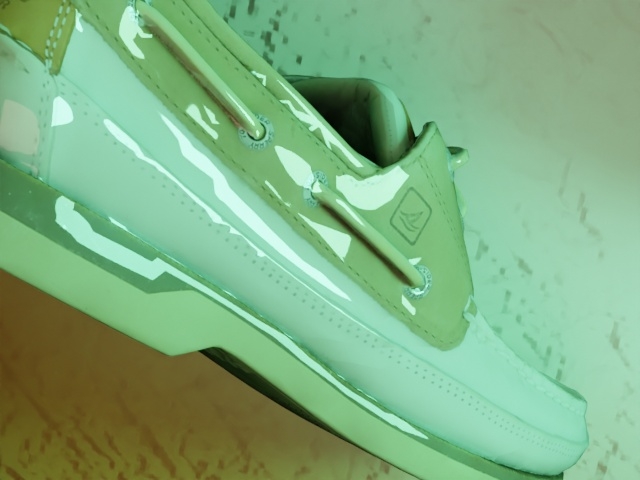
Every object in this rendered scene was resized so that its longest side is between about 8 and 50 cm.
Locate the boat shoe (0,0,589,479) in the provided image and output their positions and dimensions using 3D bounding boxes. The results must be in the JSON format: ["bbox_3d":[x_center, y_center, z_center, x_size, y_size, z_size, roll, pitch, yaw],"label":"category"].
[{"bbox_3d":[0.000,0.000,0.581,0.302,0.113,0.103,31,85,-45],"label":"boat shoe"}]
